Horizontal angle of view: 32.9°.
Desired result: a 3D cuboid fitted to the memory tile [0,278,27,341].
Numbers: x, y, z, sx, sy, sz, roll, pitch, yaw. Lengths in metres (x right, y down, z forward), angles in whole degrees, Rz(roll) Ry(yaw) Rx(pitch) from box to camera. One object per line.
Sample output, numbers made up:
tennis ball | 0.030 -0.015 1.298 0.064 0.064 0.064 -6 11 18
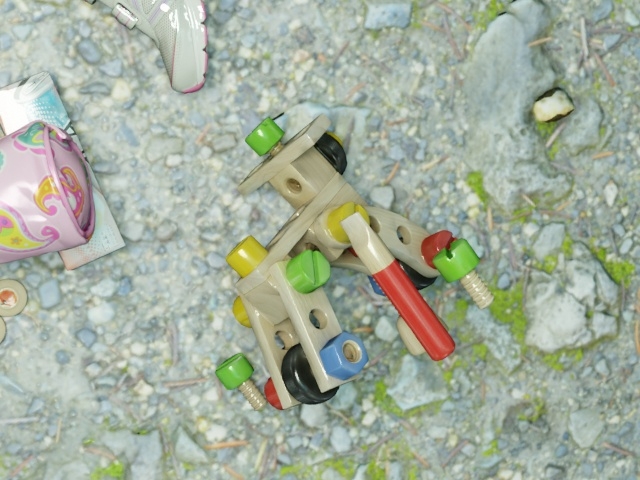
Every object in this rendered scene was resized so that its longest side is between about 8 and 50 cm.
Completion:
memory tile | -0.367 0.056 1.036 0.148 0.012 0.113 35 84 -16

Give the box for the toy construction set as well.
toy construction set | 0.000 0.000 1.003 0.257 0.309 0.237 -39 99 -18

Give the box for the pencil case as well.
pencil case | -0.342 -0.015 0.950 0.284 0.124 0.124 -16 99 4

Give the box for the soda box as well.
soda box | -0.252 -0.066 1.036 0.063 0.058 0.183 -25 101 -13

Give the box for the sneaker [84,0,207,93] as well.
sneaker | -0.186 -0.250 1.027 0.111 0.103 0.252 -25 94 -9
